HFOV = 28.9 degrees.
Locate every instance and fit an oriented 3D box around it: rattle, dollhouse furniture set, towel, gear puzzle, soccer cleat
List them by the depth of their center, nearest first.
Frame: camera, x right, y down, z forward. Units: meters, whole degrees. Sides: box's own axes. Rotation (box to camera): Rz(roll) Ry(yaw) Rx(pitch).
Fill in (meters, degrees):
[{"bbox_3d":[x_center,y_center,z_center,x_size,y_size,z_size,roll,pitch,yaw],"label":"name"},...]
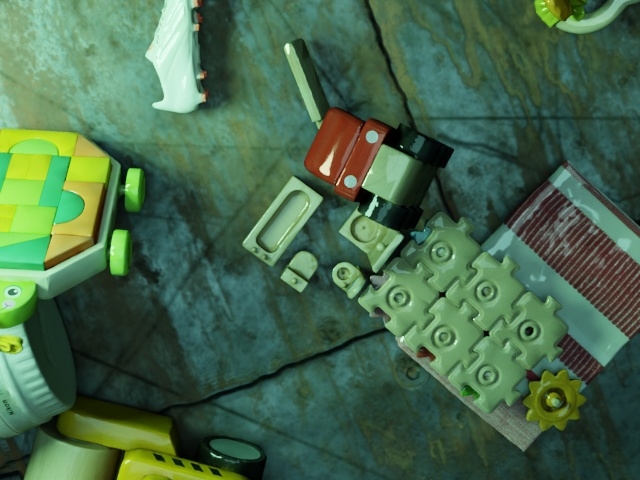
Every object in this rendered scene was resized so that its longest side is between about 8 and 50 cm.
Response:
[{"bbox_3d":[0.368,-0.336,1.549,0.200,0.143,0.130,-8,80,6],"label":"rattle"},{"bbox_3d":[-0.187,-0.260,1.580,0.076,0.068,0.196,-3,101,2],"label":"soccer cleat"},{"bbox_3d":[0.000,0.000,1.589,0.151,0.123,0.144,37,95,-6],"label":"dollhouse furniture set"},{"bbox_3d":[0.221,0.118,1.610,0.339,0.044,0.175,41,94,-11],"label":"gear puzzle"},{"bbox_3d":[0.293,0.088,1.643,0.237,0.037,0.329,42,96,-9],"label":"towel"}]

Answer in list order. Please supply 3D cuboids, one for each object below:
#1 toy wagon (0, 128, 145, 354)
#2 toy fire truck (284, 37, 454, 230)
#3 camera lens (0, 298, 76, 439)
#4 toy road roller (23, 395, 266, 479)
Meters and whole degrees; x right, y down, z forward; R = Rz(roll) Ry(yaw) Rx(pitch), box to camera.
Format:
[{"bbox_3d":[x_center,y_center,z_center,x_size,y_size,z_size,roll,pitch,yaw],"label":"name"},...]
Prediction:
[{"bbox_3d":[-0.359,-0.009,1.489,0.267,0.344,0.068,3,132,-1],"label":"toy wagon"},{"bbox_3d":[0.033,-0.136,1.537,0.246,0.217,0.158,27,97,10],"label":"toy fire truck"},{"bbox_3d":[-0.470,0.158,1.552,0.274,0.219,0.219,-18,98,1],"label":"camera lens"},{"bbox_3d":[-0.224,0.348,1.572,0.330,0.240,0.202,15,97,-3],"label":"toy road roller"}]
